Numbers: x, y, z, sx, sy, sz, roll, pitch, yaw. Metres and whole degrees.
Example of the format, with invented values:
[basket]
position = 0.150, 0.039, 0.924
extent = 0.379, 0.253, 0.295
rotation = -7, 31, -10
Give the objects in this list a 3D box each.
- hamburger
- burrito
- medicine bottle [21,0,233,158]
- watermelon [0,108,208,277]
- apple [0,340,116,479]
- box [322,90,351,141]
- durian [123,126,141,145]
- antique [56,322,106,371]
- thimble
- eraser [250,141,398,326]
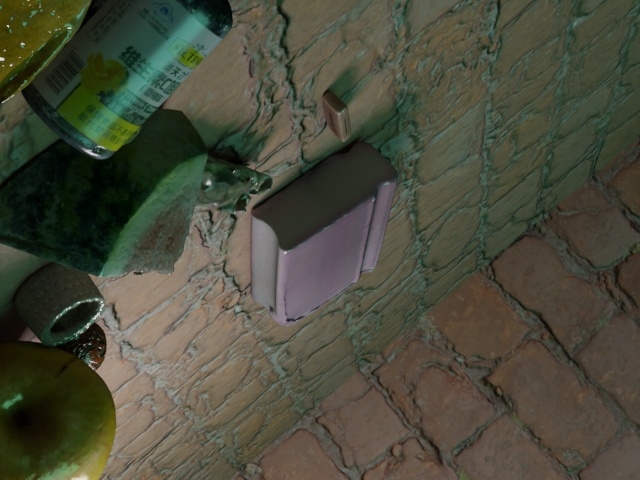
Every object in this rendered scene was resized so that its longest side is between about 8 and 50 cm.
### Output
[hamburger]
position = -0.339, -0.237, 1.184
extent = 0.244, 0.163, 0.244
rotation = -30, 156, -15
[burrito]
position = -0.178, -0.092, 1.950
extent = 0.096, 0.066, 0.309
rotation = -46, 158, 19
[medicine bottle]
position = -0.203, -0.240, 1.464
extent = 0.293, 0.141, 0.141
rotation = -46, 161, 8
[watermelon]
position = -0.301, -0.052, 1.728
extent = 0.310, 0.193, 0.231
rotation = -45, 146, -34
[apple]
position = -0.451, 0.286, 1.921
extent = 0.286, 0.286, 0.233
rotation = -33, 169, -23
[box]
position = 0.027, -0.206, 2.125
extent = 0.025, 0.048, 0.115
rotation = -43, 163, -11
[durian]
position = -0.276, -0.153, 1.629
extent = 0.130, 0.066, 0.052
rotation = -31, 161, -55
[antique]
position = -0.393, 0.173, 2.055
extent = 0.104, 0.104, 0.104
rotation = -36, 160, -15
[thimble]
position = -0.391, 0.092, 1.902
extent = 0.115, 0.090, 0.102
rotation = -28, 154, -30
[eraser]
position = 0.000, 0.000, 2.412
extent = 0.272, 0.122, 0.359
rotation = -35, 159, -20
